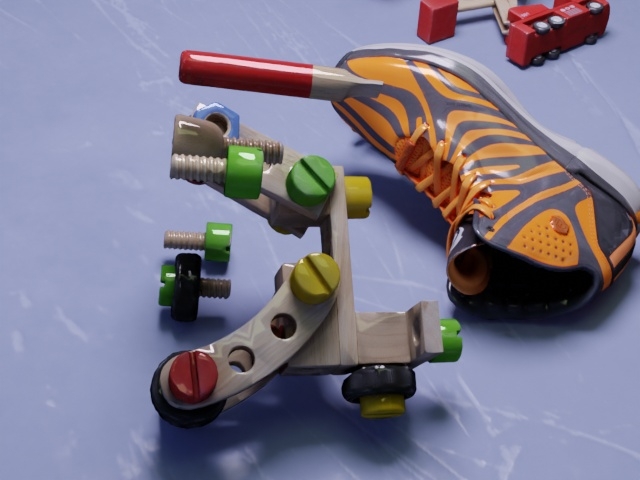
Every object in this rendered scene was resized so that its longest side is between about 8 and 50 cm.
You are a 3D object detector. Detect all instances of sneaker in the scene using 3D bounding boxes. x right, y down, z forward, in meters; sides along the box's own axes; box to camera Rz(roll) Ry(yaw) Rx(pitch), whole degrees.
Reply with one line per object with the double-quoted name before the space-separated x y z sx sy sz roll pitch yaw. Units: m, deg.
"sneaker" 0.124 -0.051 1.117 0.321 0.124 0.180 29 47 11

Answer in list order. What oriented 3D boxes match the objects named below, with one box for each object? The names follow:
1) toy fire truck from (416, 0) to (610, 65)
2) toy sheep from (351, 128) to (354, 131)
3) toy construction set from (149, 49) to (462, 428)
"toy fire truck" 0.221 -0.256 1.453 0.192 0.047 0.135 -24 46 -30
"toy sheep" 0.079 -0.135 1.271 0.132 0.091 0.091 35 46 7
"toy construction set" 0.000 0.000 0.959 0.237 0.309 0.257 5 48 -7
